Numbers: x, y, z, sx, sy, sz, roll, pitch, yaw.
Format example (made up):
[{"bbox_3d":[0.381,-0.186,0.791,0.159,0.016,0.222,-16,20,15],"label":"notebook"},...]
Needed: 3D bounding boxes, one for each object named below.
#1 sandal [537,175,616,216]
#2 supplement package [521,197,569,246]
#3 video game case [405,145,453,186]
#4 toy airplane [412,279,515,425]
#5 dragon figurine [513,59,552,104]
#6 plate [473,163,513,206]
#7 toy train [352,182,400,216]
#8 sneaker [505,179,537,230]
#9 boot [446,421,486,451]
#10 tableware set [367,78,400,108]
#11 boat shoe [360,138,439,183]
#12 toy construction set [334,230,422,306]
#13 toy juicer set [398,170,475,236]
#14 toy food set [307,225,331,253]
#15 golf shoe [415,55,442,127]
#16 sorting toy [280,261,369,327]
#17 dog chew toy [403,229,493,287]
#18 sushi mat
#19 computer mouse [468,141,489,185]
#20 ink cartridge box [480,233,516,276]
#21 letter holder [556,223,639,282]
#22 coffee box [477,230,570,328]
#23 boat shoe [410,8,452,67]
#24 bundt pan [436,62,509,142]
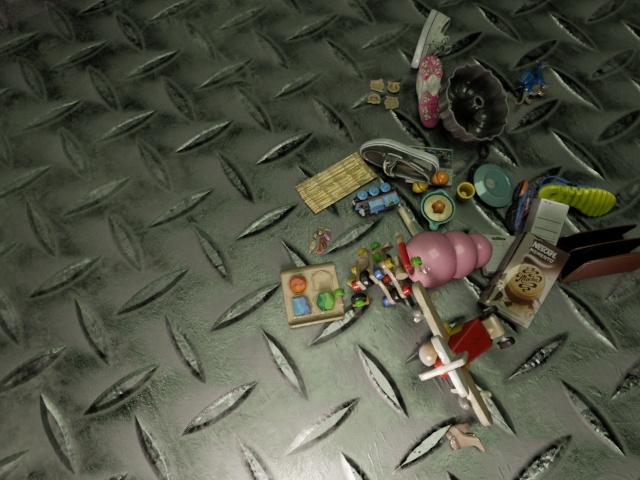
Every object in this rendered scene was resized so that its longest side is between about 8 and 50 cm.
[{"bbox_3d":[1.003,-0.188,1.819,0.317,0.126,0.138,13,37,-4],"label":"sandal"},{"bbox_3d":[0.839,-0.060,1.733,0.105,0.105,0.179,16,98,6],"label":"supplement package"},{"bbox_3d":[0.455,-0.312,1.924,0.190,0.022,0.173,6,68,4],"label":"video game case"},{"bbox_3d":[0.424,0.366,1.503,0.384,0.272,0.386,30,52,-25],"label":"toy airplane"},{"bbox_3d":[0.918,-0.691,2.044,0.289,0.085,0.144,-33,71,-13],"label":"dragon figurine"},{"bbox_3d":[0.704,-0.226,1.855,0.188,0.024,0.188,5,74,-16],"label":"plate"},{"bbox_3d":[0.221,-0.159,1.833,0.184,0.080,0.105,-19,74,-7],"label":"toy train"},{"bbox_3d":[0.802,-0.132,1.817,0.087,0.083,0.221,26,75,-2],"label":"sneaker"},{"bbox_3d":[0.473,0.660,1.511,0.087,0.042,0.118,-33,70,-6],"label":"boot"},{"bbox_3d":[0.287,-0.662,2.073,0.141,0.020,0.169,8,68,4],"label":"tableware set"},{"bbox_3d":[0.301,-0.316,1.842,0.335,0.121,0.119,17,58,24],"label":"boat shoe"},{"bbox_3d":[0.216,0.070,1.628,0.257,0.309,0.237,9,53,-25],"label":"toy construction set"},{"bbox_3d":[0.431,-0.149,1.809,0.209,0.089,0.329,43,79,13],"label":"toy juicer set"},{"bbox_3d":[0.000,0.000,1.798,0.077,0.019,0.122,13,68,6],"label":"toy food set"},{"bbox_3d":[0.476,-0.639,2.020,0.115,0.140,0.307,2,90,-4],"label":"golf shoe"},{"bbox_3d":[0.015,0.186,1.708,0.307,0.041,0.229,-10,68,-4],"label":"sorting toy"},{"bbox_3d":[0.474,0.053,1.682,0.331,0.207,0.207,-11,67,-12],"label":"dog chew toy"},{"bbox_3d":[0.065,-0.241,1.898,0.316,0.019,0.151,-31,72,-11],"label":"sushi mat"},{"bbox_3d":[0.660,-0.321,1.922,0.071,0.041,0.242,21,62,0],"label":"computer mouse"},{"bbox_3d":[0.689,0.059,1.767,0.145,0.045,0.179,3,49,2],"label":"ink cartridge box"},{"bbox_3d":[1.036,0.029,1.671,0.301,0.214,0.152,-9,68,-3],"label":"letter holder"},{"bbox_3d":[0.715,0.137,1.631,0.168,0.119,0.297,30,89,8],"label":"coffee box"},{"bbox_3d":[0.533,-0.914,2.127,0.156,0.136,0.367,22,59,6],"label":"boat shoe"},{"bbox_3d":[0.621,-0.559,1.924,0.330,0.124,0.331,3,82,-23],"label":"bundt pan"}]
